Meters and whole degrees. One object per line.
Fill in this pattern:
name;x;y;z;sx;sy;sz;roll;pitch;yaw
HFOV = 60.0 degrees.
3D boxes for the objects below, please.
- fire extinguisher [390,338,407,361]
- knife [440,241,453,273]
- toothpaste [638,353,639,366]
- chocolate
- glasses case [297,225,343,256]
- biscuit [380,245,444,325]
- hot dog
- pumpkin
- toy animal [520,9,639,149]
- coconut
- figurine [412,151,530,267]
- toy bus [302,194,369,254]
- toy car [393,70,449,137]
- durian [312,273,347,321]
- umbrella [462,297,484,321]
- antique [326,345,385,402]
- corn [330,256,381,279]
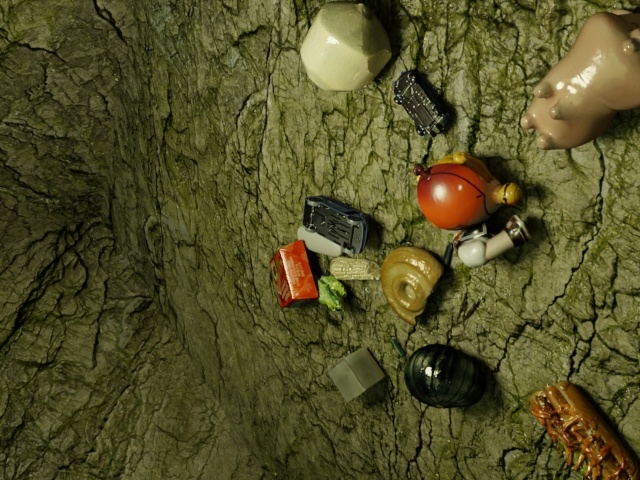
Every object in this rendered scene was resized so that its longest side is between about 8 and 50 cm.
fire extinguisher;0.283;0.388;1.971;0.038;0.025;0.083;-36;78;26
knife;0.385;0.054;1.706;0.031;0.018;0.121;33;128;33
toothpaste;0.841;0.406;1.308;0.110;0.077;0.327;-2;106;48
chocolate;-0.109;0.142;2.162;0.237;0.108;0.234;139;116;-66
glasses case;0.000;0.000;2.081;0.233;0.059;0.092;13;118;44
biscuit;0.280;0.138;1.793;0.213;0.091;0.274;39;140;32
hot dog;0.708;0.544;1.492;0.348;0.117;0.158;55;140;14
pumpkin;0.392;0.422;1.740;0.250;0.216;0.250;28;156;14
toy animal;0.581;-0.325;1.165;0.237;0.269;0.326;58;172;13
coconut;0.080;-0.564;1.596;0.245;0.245;0.247;59;139;10
figurine;0.385;-0.094;1.497;0.323;0.196;0.320;58;147;-4
toy bus;0.068;-0.062;1.921;0.292;0.133;0.125;29;122;40
toy car;0.286;-0.389;1.577;0.216;0.063;0.103;60;140;18
durian;0.041;0.202;2.077;0.375;0.107;0.132;-146;56;-63
umbrella;0.463;0.211;1.695;0.022;0.013;0.122;34;133;5
antique;0.137;0.504;2.091;0.146;0.148;0.152;55;138;14
corn;0.122;0.099;1.972;0.211;0.087;0.087;-3;105;47
